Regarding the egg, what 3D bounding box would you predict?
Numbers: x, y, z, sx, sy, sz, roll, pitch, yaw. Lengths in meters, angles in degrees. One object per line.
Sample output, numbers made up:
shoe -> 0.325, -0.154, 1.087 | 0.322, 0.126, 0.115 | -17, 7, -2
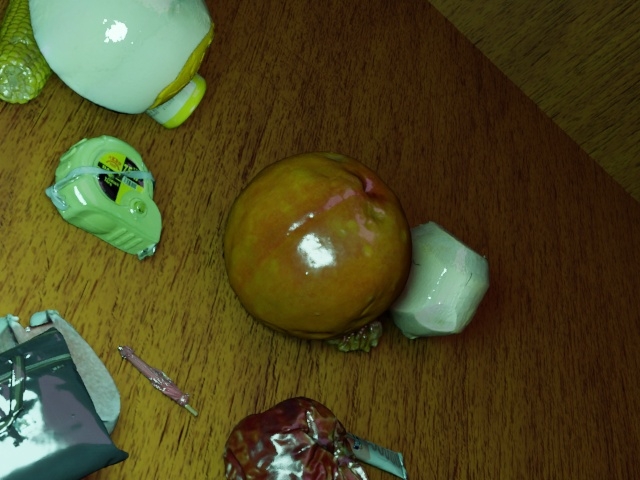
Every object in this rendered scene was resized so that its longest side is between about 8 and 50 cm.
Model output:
egg -> -0.313, -0.393, 2.018 | 0.337, 0.201, 0.337 | 30, 45, -35

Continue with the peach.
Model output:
peach -> 0.000, 0.000, 2.114 | 0.342, 0.302, 0.343 | 22, 42, -21

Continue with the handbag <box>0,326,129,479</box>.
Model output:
handbag -> -0.403, 0.245, 1.510 | 0.254, 0.089, 0.211 | -25, 79, -29

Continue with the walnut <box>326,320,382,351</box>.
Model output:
walnut -> 0.055, 0.147, 2.291 | 0.170, 0.069, 0.143 | 6, 55, -47

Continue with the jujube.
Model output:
jujube -> -0.035, 0.364, 1.828 | 0.213, 0.213, 0.232 | -8, 70, -56

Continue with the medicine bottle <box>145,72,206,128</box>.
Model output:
medicine bottle -> -0.328, -0.314, 2.204 | 0.212, 0.122, 0.122 | 37, 34, -22

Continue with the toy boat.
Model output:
toy boat -> -0.376, 0.201, 1.667 | 0.227, 0.085, 0.155 | 49, 20, 17

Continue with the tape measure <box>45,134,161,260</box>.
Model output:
tape measure -> -0.355, -0.082, 1.946 | 0.200, 0.106, 0.175 | 26, 53, -34

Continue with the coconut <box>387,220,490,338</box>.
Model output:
coconut -> 0.226, 0.092, 2.442 | 0.227, 0.230, 0.227 | 33, 7, -5

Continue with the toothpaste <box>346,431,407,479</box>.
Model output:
toothpaste -> 0.085, 0.380, 2.123 | 0.205, 0.036, 0.056 | 30, 35, -39

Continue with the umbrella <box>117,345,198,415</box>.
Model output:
umbrella -> -0.252, 0.218, 1.848 | 0.165, 0.025, 0.027 | 42, 54, -13

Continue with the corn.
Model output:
corn -> -0.494, -0.370, 2.049 | 0.120, 0.120, 0.363 | 35, 39, -26
